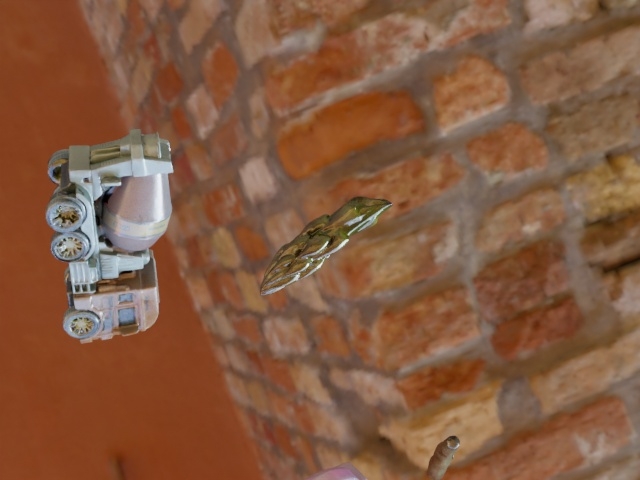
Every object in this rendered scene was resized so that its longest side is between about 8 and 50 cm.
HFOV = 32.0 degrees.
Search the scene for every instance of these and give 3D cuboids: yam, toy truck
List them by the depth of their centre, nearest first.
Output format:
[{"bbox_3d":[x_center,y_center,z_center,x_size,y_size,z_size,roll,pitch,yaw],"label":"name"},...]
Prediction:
[{"bbox_3d":[-0.235,-0.007,1.279,0.140,0.108,0.257,-6,127,-9],"label":"toy truck"},{"bbox_3d":[0.153,0.265,1.372,0.029,0.027,0.234,4,160,1],"label":"yam"}]

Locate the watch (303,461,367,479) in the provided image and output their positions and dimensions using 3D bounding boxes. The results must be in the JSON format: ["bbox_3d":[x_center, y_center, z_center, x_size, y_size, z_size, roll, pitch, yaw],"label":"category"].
[{"bbox_3d":[-0.026,0.423,1.348,0.248,0.217,0.211,-13,140,-28],"label":"watch"}]

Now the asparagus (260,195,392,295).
[{"bbox_3d":[0.000,0.000,1.963,0.287,0.080,0.080,-41,174,-7],"label":"asparagus"}]
